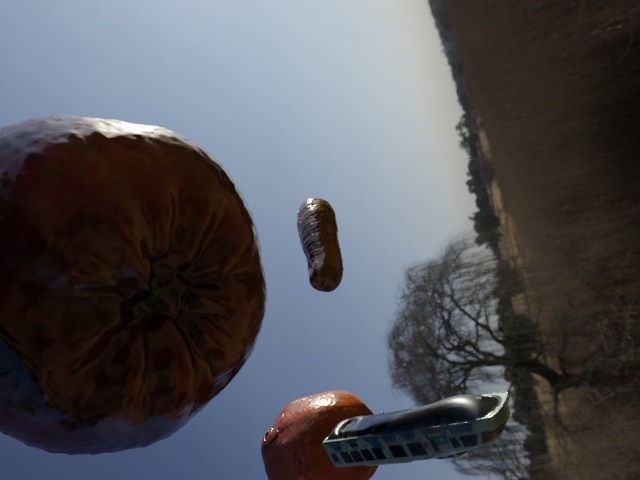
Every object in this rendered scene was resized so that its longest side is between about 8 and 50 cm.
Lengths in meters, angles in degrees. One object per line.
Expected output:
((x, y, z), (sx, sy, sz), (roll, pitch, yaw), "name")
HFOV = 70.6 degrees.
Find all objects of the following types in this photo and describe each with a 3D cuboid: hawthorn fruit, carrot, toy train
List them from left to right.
((-0.283, 0.055, 0.579), (0.403, 0.403, 0.402), (48, -146, -48), "hawthorn fruit")
((0.000, 0.000, 0.627), (0.060, 0.060, 0.186), (58, -168, -35), "carrot")
((0.031, 0.399, 0.908), (0.211, 0.299, 0.211), (50, -163, -22), "hawthorn fruit")
((0.082, 0.175, 0.413), (0.043, 0.207, 0.047), (-26, -97, -46), "toy train")
